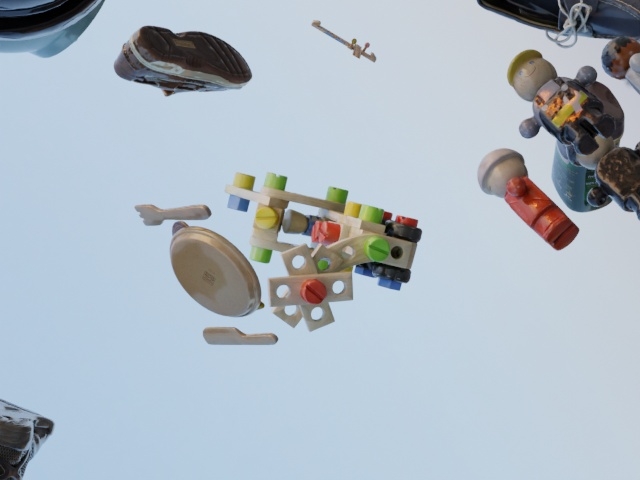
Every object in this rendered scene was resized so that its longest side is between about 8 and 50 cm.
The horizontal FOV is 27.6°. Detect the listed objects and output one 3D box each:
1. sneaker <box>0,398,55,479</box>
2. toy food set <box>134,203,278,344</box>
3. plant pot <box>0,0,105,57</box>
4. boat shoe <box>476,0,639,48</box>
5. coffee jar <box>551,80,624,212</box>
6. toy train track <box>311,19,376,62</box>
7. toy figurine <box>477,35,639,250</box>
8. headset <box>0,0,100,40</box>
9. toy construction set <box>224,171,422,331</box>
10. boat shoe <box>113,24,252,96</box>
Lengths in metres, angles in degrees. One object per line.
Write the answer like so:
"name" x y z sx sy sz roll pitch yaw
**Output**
"sneaker" -0.386 0.263 1.576 0.087 0.130 0.227 22 179 -5
"toy food set" -0.116 0.030 1.444 0.038 0.132 0.192 -47 -57 -39
"plant pot" -0.402 -0.367 1.748 0.196 0.293 0.293 34 -152 -36
"boat shoe" 0.336 -0.318 1.783 0.254 0.095 0.079 24 -131 20
"coffee jar" 0.362 -0.128 1.772 0.184 0.079 0.096 81 170 -54
"toy train track" 0.028 -0.226 1.462 0.083 0.014 0.048 29 -157 -10
"toy figurine" 0.291 -0.116 1.436 0.148 0.213 0.209 52 148 39
"headset" -0.144 -0.219 0.649 0.394 0.243 0.185 -17 -96 -34
"toy construction set" 0.000 0.000 1.659 0.215 0.151 0.327 14 -163 -16
"boat shoe" -0.217 -0.268 2.015 0.257 0.095 0.095 9 -129 -52
